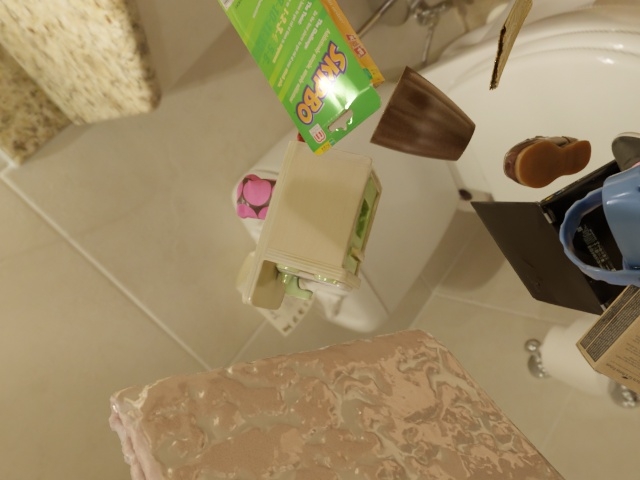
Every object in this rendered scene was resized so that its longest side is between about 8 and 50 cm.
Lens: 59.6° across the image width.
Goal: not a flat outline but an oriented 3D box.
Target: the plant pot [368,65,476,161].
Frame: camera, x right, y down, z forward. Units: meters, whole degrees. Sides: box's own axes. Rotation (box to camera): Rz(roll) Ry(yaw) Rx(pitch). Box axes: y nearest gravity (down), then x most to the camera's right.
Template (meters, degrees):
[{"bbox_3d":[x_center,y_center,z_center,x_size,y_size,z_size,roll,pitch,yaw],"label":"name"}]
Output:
[{"bbox_3d":[0.276,-0.305,1.454,0.230,0.215,0.215,25,157,0],"label":"plant pot"}]

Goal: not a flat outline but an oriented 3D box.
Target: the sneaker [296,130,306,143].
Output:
[{"bbox_3d":[-0.026,-0.271,1.573,0.086,0.221,0.128,7,134,0],"label":"sneaker"}]

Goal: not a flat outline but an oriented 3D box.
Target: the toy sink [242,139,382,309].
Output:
[{"bbox_3d":[0.000,0.000,0.805,0.131,0.234,0.153,15,173,14],"label":"toy sink"}]

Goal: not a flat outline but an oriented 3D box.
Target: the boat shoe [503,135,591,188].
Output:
[{"bbox_3d":[0.340,-0.126,0.871,0.073,0.206,0.073,23,115,45],"label":"boat shoe"}]

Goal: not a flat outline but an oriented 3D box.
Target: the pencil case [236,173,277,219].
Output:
[{"bbox_3d":[-0.041,-0.074,0.997,0.209,0.098,0.095,5,124,9],"label":"pencil case"}]

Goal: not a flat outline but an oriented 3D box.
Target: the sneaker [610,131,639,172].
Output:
[{"bbox_3d":[0.634,-0.085,1.075,0.296,0.146,0.105,63,156,23],"label":"sneaker"}]

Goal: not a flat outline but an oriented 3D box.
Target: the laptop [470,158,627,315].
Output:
[{"bbox_3d":[0.671,-0.017,1.426,0.407,0.236,0.382,-32,109,20],"label":"laptop"}]

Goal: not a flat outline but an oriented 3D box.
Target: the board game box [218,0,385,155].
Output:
[{"bbox_3d":[-0.030,-0.234,0.632,0.124,0.039,0.260,-31,88,46],"label":"board game box"}]

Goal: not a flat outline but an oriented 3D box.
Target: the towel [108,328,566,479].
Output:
[{"bbox_3d":[0.052,0.190,0.415,0.317,0.331,0.054,44,126,43],"label":"towel"}]

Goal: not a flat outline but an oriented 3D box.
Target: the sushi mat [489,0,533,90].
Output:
[{"bbox_3d":[0.416,-0.472,1.178,0.019,0.317,0.151,18,148,19],"label":"sushi mat"}]

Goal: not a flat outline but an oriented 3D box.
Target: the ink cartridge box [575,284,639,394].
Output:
[{"bbox_3d":[0.646,0.199,1.063,0.234,0.193,0.088,28,-160,-15],"label":"ink cartridge box"}]

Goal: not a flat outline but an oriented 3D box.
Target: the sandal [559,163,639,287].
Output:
[{"bbox_3d":[0.301,-0.027,0.462,0.138,0.126,0.317,10,157,8],"label":"sandal"}]
